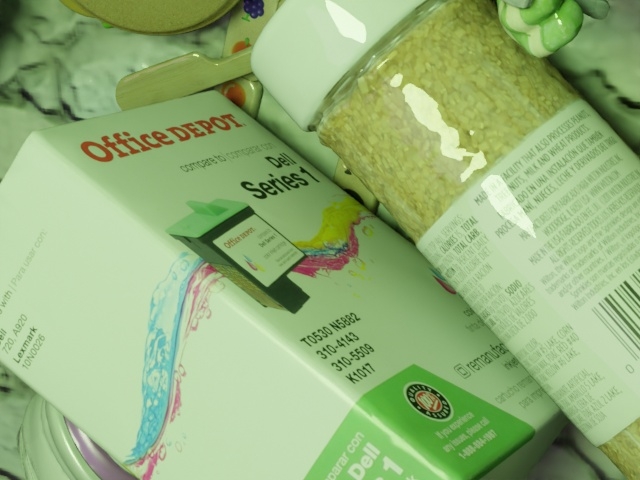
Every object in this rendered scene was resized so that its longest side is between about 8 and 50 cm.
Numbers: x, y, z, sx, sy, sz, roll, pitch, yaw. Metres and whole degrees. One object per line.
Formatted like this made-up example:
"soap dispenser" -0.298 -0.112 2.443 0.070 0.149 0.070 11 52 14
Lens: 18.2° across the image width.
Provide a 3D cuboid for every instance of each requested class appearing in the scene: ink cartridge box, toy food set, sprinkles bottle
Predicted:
"ink cartridge box" -0.026 0.053 1.036 0.278 0.201 0.117 38 113 14
"toy food set" -0.097 -0.169 1.095 0.132 0.038 0.192 -16 123 19
"sprinkles bottle" 0.121 0.000 1.001 0.355 0.121 0.121 49 125 7

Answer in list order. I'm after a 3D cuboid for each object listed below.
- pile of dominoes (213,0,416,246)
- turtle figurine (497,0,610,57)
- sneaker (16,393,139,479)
"pile of dominoes" 0.000 0.000 1.136 0.196 0.040 0.251 26 119 23
"turtle figurine" 0.136 -0.187 0.865 0.266 0.197 0.274 0 149 15
"sneaker" -0.085 0.210 1.242 0.305 0.114 0.152 59 144 2
